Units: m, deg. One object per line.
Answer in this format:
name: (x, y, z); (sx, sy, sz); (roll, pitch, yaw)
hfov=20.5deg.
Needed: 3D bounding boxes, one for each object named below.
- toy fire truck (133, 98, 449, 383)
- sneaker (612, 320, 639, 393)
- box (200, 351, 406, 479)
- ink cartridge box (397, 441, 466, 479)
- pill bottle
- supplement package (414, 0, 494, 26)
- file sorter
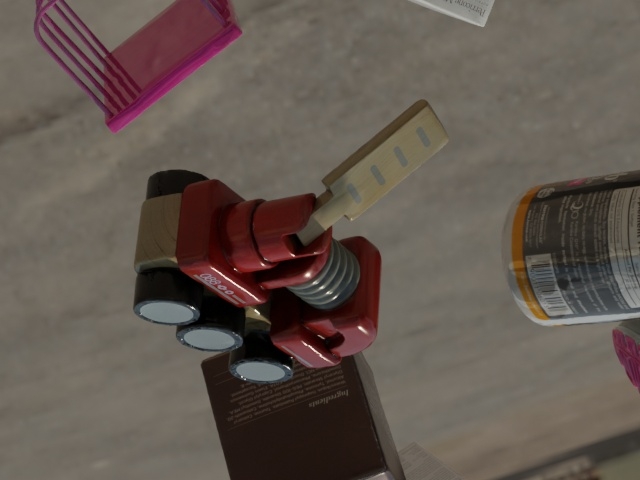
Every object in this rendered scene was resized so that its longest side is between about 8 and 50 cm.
toy fire truck: (0.000, 0.000, 1.449); (0.246, 0.158, 0.217); (-10, 151, 29)
sneaker: (0.439, 0.143, 1.947); (0.111, 0.252, 0.103); (-45, 144, -26)
box: (-0.012, 0.220, 1.935); (0.167, 0.203, 0.168); (-20, 147, 5)
ink cartridge box: (0.141, 0.325, 2.111); (0.145, 0.179, 0.045); (-22, 146, -57)
pill bottle: (0.346, 0.004, 1.897); (0.278, 0.162, 0.162); (-8, 175, 38)
supplement package: (0.156, -0.398, 2.108); (0.139, 0.244, 0.134); (16, -172, -32)
file sorter: (-0.244, -0.305, 2.252); (0.202, 0.182, 0.290); (-37, -158, 8)
